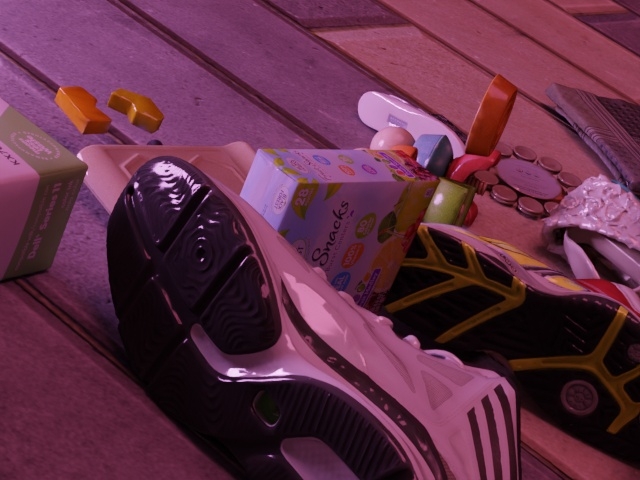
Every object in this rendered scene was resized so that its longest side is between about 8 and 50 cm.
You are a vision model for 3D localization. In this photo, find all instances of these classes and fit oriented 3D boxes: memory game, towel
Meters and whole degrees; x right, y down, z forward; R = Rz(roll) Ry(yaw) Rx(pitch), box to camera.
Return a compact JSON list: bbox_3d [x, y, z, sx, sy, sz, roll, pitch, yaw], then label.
[{"bbox_3d":[0.286,-0.082,2.141,0.186,0.012,0.186,16,31,-10],"label":"memory game"},{"bbox_3d":[0.544,-0.134,2.504,0.312,0.056,0.324,10,30,-26],"label":"towel"}]

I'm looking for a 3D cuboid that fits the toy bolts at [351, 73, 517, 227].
[{"bbox_3d":[0.129,-0.115,1.882,0.158,0.218,0.228,24,5,10],"label":"toy bolts"}]

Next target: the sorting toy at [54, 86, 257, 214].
[{"bbox_3d":[-0.143,-0.056,1.634,0.229,0.041,0.307,-7,46,-44],"label":"sorting toy"}]

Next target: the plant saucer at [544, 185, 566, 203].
[{"bbox_3d":[0.309,-0.080,2.186,0.083,0.013,0.083,22,24,-10],"label":"plant saucer"}]

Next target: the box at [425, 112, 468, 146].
[{"bbox_3d":[0.171,-0.151,2.190,0.067,0.018,0.083,0,34,-44],"label":"box"}]

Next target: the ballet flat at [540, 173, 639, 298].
[{"bbox_3d":[0.414,0.071,1.881,0.147,0.147,0.409,4,29,-40],"label":"ballet flat"}]

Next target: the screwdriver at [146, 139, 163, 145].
[{"bbox_3d":[-0.168,-0.055,1.667,0.024,0.025,0.170,15,35,-25],"label":"screwdriver"}]

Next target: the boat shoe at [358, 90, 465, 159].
[{"bbox_3d":[0.134,-0.146,2.100,0.184,0.066,0.063,28,23,31],"label":"boat shoe"}]

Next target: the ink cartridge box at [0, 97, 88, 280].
[{"bbox_3d":[-0.391,-0.049,1.295,0.207,0.119,0.353,36,25,21],"label":"ink cartridge box"}]

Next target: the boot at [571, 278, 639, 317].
[{"bbox_3d":[0.297,0.101,1.718,0.176,0.088,0.244,16,17,-21],"label":"boot"}]

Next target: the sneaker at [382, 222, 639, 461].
[{"bbox_3d":[0.245,0.087,1.624,0.384,0.145,0.147,34,20,10],"label":"sneaker"}]

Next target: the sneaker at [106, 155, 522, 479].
[{"bbox_3d":[0.004,0.109,1.360,0.257,0.169,0.447,7,37,-52],"label":"sneaker"}]

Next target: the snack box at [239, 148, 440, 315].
[{"bbox_3d":[0.000,0.000,1.515,0.207,0.174,0.070,-3,35,-45],"label":"snack box"}]
